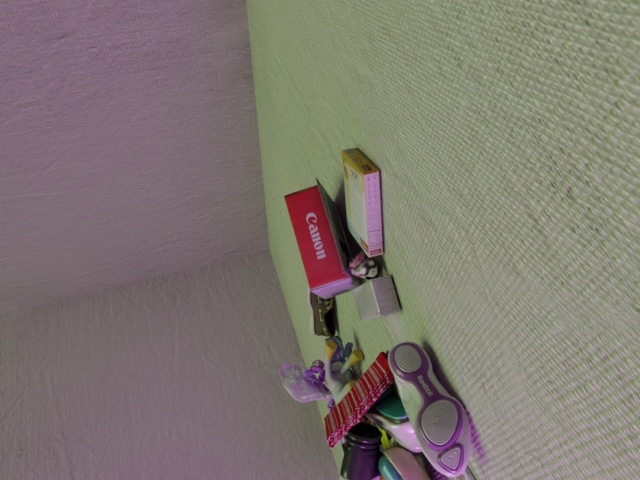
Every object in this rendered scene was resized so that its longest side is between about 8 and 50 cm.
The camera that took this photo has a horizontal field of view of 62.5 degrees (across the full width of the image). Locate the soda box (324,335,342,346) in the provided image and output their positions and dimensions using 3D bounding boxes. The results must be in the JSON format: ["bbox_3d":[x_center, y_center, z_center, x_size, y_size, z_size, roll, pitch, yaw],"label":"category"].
[{"bbox_3d":[0.068,0.503,2.247,0.058,0.063,0.183,-138,35,-70],"label":"soda box"}]

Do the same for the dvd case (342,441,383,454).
[{"bbox_3d":[0.188,0.697,1.568,0.022,0.181,0.253,89,163,-45],"label":"dvd case"}]

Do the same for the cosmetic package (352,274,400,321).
[{"bbox_3d":[0.149,0.162,1.439,0.239,0.061,0.098,127,131,-76],"label":"cosmetic package"}]

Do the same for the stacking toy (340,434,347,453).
[{"bbox_3d":[0.151,0.907,2.144,0.279,0.131,0.308,89,163,-50],"label":"stacking toy"}]

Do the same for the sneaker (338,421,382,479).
[{"bbox_3d":[0.139,0.578,1.463,0.296,0.105,0.146,28,-105,-67],"label":"sneaker"}]

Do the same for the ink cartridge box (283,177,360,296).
[{"bbox_3d":[0.000,0.000,1.605,0.272,0.130,0.309,47,-155,-71],"label":"ink cartridge box"}]

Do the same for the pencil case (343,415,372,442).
[{"bbox_3d":[0.136,0.615,1.723,0.098,0.095,0.209,-54,-19,-46],"label":"pencil case"}]

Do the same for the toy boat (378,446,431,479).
[{"bbox_3d":[0.235,0.662,1.297,0.267,0.148,0.318,62,168,-19],"label":"toy boat"}]

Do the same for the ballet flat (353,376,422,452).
[{"bbox_3d":[0.191,0.489,1.483,0.400,0.139,0.139,177,79,-75],"label":"ballet flat"}]

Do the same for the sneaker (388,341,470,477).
[{"bbox_3d":[0.246,0.370,1.156,0.152,0.114,0.305,68,-178,-45],"label":"sneaker"}]

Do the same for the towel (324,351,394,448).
[{"bbox_3d":[0.106,0.435,1.477,0.031,0.275,0.199,42,180,-3],"label":"towel"}]

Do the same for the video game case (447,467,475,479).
[{"bbox_3d":[0.317,0.540,1.171,0.166,0.015,0.119,-122,22,-58],"label":"video game case"}]

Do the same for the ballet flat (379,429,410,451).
[{"bbox_3d":[0.218,0.577,1.581,0.230,0.077,0.077,-111,31,-42],"label":"ballet flat"}]

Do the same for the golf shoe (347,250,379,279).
[{"bbox_3d":[0.122,0.081,1.453,0.086,0.067,0.186,45,180,6],"label":"golf shoe"}]

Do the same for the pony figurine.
[{"bbox_3d":[0.049,0.535,1.967,0.351,0.303,0.363,56,143,39],"label":"pony figurine"}]

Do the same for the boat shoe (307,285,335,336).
[{"bbox_3d":[0.010,0.267,2.172,0.116,0.097,0.324,-50,-35,-50],"label":"boat shoe"}]

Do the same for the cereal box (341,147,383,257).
[{"bbox_3d":[0.108,-0.099,1.364,0.173,0.048,0.240,-120,20,-56],"label":"cereal box"}]
